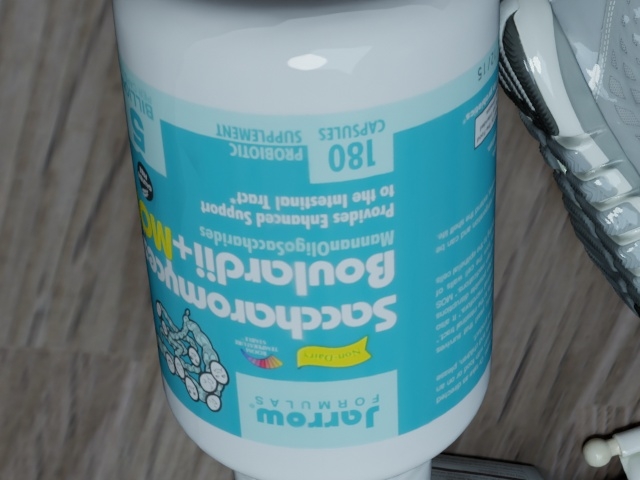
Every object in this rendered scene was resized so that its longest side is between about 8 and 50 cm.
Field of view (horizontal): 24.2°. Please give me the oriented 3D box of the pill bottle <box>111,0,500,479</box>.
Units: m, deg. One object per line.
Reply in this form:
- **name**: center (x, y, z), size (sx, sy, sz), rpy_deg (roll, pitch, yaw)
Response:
- **pill bottle**: center (0.000, 0.000, 0.618), size (0.146, 0.146, 0.264), rpy_deg (-12, 124, -12)

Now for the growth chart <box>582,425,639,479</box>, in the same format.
- **growth chart**: center (0.225, 0.203, 0.846), size (0.172, 0.021, 0.237), rpy_deg (-11, 95, -9)

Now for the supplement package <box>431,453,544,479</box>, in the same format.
- **supplement package**: center (0.074, 0.231, 0.733), size (0.139, 0.244, 0.134), rpy_deg (11, 116, -25)

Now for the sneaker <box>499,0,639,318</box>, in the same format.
- **sneaker**: center (0.172, -0.052, 0.688), size (0.132, 0.086, 0.229), rpy_deg (-34, 125, 0)
